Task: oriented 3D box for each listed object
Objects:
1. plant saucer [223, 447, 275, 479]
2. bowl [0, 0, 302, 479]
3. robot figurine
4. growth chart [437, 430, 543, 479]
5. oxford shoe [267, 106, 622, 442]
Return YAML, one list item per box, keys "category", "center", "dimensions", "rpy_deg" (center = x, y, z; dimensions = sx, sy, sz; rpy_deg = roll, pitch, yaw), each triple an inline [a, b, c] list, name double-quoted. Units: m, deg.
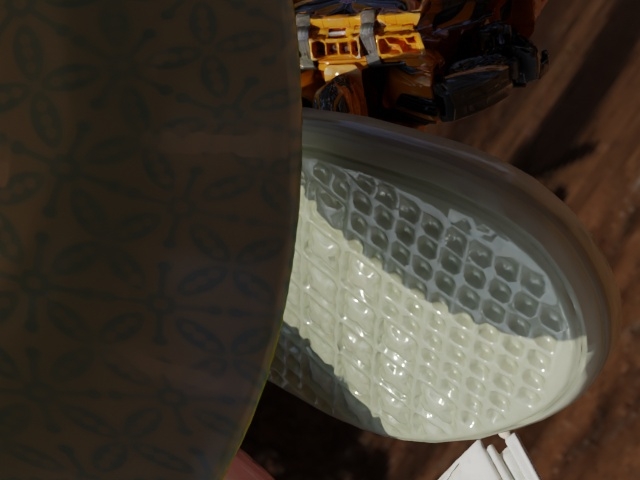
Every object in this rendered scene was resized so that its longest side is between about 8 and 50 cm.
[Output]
- category: "plant saucer"
  center: [-0.119, 0.198, 0.776]
  dimensions: [0.332, 0.332, 0.084]
  rpy_deg: [-53, 2, 33]
- category: "bowl"
  center: [-0.132, -0.034, 0.489]
  dimensions: [0.289, 0.156, 0.290]
  rpy_deg: [1, -90, -67]
- category: "robot figurine"
  center: [0.050, -0.145, 0.965]
  dimensions: [0.291, 0.211, 0.085]
  rpy_deg: [-52, -43, -57]
- category: "growth chart"
  center: [0.132, 0.275, 1.332]
  dimensions: [0.237, 0.021, 0.172]
  rpy_deg: [-48, 47, 38]
- category: "oxford shoe"
  center: [0.000, 0.000, 0.760]
  dimensions: [0.130, 0.169, 0.449]
  rpy_deg: [-30, 13, -26]
